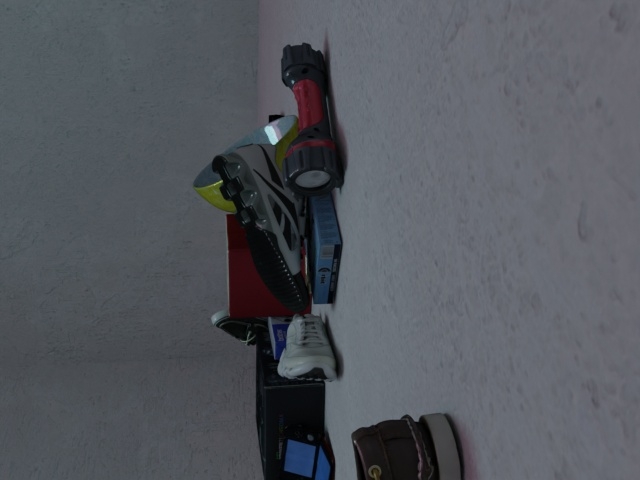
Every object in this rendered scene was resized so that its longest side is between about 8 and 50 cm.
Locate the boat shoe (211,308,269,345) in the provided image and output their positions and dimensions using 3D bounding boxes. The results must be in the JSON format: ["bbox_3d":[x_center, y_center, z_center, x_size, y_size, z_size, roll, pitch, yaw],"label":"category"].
[{"bbox_3d":[-0.168,0.217,1.725,0.078,0.219,0.070,-40,52,30],"label":"boat shoe"}]

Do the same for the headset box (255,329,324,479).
[{"bbox_3d":[-0.075,0.373,1.608,0.283,0.131,0.246,-116,26,-70],"label":"headset box"}]

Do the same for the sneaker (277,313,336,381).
[{"bbox_3d":[-0.028,0.207,1.386,0.292,0.110,0.118,180,98,-81],"label":"sneaker"}]

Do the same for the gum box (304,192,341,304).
[{"bbox_3d":[0.000,0.000,1.332,0.184,0.041,0.157,-99,11,-46],"label":"gum box"}]

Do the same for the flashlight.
[{"bbox_3d":[-0.027,-0.222,1.261,0.103,0.103,0.304,101,164,-59],"label":"flashlight"}]

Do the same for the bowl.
[{"bbox_3d":[-0.135,-0.145,1.637,0.156,0.289,0.289,57,-177,-21],"label":"bowl"}]

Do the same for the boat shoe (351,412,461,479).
[{"bbox_3d":[0.074,0.323,0.724,0.116,0.096,0.324,-111,21,-65],"label":"boat shoe"}]

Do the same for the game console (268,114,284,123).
[{"bbox_3d":[-0.119,-0.258,2.068,0.361,0.044,0.213,-131,40,-76],"label":"game console"}]

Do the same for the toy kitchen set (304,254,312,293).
[{"bbox_3d":[-0.027,0.069,1.439,0.083,0.068,0.075,-157,66,-80],"label":"toy kitchen set"}]

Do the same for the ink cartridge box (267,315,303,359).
[{"bbox_3d":[-0.068,0.208,1.640,0.207,0.097,0.046,-114,25,-70],"label":"ink cartridge box"}]

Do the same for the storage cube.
[{"bbox_3d":[-0.125,0.058,1.674,0.184,0.193,0.215,-106,18,-59],"label":"storage cube"}]

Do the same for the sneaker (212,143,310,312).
[{"bbox_3d":[-0.068,-0.030,1.329,0.122,0.146,0.331,-8,106,57],"label":"sneaker"}]

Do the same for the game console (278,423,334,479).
[{"bbox_3d":[-0.030,0.467,1.442,0.085,0.124,0.144,-55,-25,-67],"label":"game console"}]
